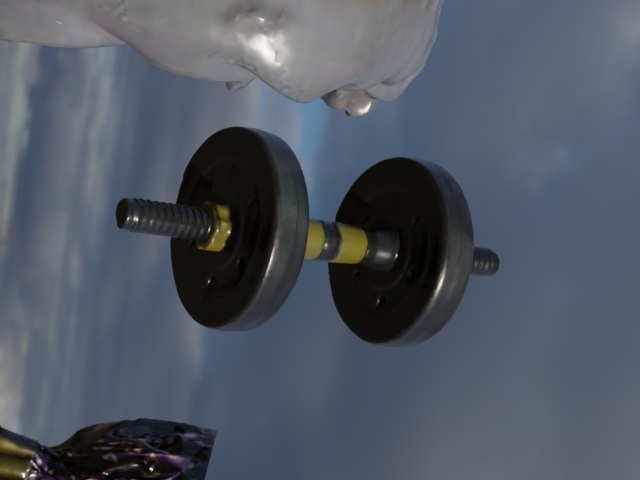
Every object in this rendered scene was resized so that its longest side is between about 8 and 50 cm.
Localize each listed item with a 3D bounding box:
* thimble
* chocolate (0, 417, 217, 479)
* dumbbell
[{"bbox_3d":[-0.034,-0.104,0.418,0.127,0.151,0.118,-12,119,-71],"label":"thimble"},{"bbox_3d":[-0.111,0.077,0.550,0.072,0.147,0.070,-54,157,-76],"label":"chocolate"},{"bbox_3d":[0.000,0.000,1.132,0.143,0.325,0.143,-15,-108,52],"label":"dumbbell"}]
